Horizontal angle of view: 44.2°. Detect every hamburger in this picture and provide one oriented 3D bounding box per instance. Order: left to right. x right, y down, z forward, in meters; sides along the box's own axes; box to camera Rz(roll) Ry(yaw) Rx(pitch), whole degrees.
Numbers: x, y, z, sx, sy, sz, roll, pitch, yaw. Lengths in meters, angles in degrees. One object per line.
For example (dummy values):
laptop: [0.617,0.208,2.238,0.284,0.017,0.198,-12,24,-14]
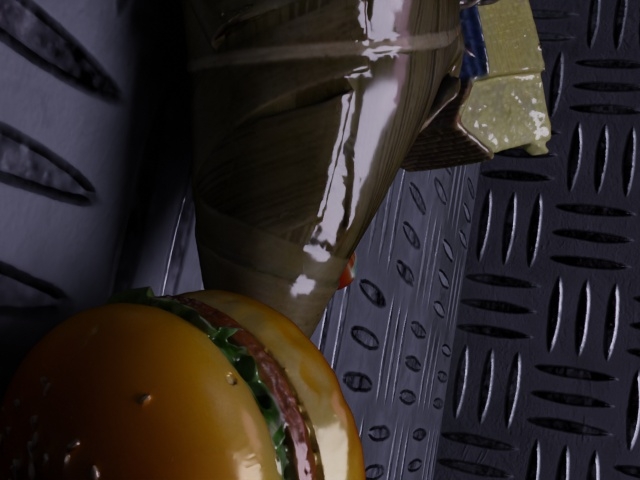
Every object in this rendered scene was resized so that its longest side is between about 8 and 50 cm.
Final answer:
hamburger: [-0.103,0.150,0.482,0.170,0.246,0.246,-4,101,-52]

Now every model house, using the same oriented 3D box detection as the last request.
model house: [0.198,-0.266,1.304,0.266,0.261,0.321,-21,102,-41]

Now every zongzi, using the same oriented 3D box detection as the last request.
zongzi: [0.021,-0.094,0.777,0.500,0.218,0.466,-1,99,-69]

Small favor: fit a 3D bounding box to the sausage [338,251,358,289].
sausage: [0.000,0.000,0.972,0.264,0.083,0.083,67,35,-60]
